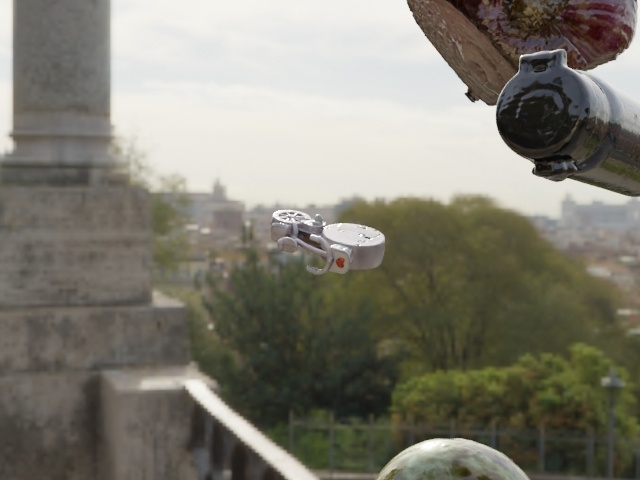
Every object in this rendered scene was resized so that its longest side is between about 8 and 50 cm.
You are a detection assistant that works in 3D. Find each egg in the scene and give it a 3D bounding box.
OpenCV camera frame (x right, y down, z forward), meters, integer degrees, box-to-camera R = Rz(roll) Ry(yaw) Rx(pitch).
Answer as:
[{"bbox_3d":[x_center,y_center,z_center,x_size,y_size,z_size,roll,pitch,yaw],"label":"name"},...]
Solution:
[{"bbox_3d":[0.195,0.394,1.606,0.289,0.238,0.238,29,-10,-22],"label":"egg"}]

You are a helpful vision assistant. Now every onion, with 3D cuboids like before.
[{"bbox_3d":[0.254,-0.299,1.469,0.230,0.256,0.272,-40,25,2],"label":"onion"}]

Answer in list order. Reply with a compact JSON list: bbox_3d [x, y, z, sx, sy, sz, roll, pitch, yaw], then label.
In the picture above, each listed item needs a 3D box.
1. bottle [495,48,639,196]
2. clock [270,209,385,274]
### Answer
[{"bbox_3d":[0.191,-0.072,0.838,0.072,0.082,0.244,-2,-5,29],"label":"bottle"},{"bbox_3d":[0.000,0.000,1.224,0.129,0.041,0.087,17,24,26],"label":"clock"}]
